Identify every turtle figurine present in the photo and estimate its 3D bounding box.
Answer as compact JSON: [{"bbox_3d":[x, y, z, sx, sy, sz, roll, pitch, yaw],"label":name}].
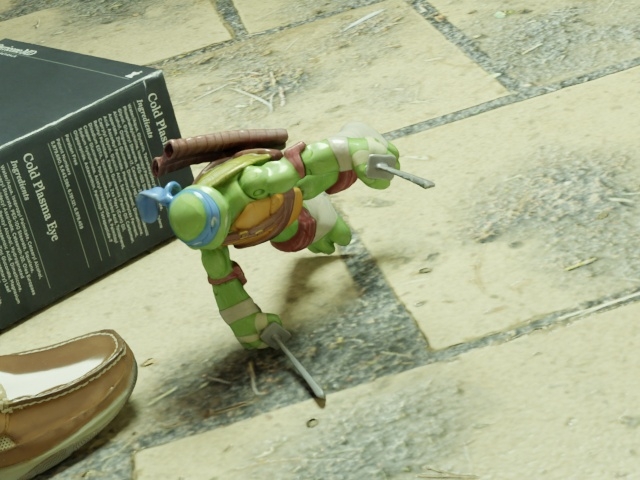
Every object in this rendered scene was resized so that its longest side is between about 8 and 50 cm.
[{"bbox_3d":[0.000,0.000,1.333,0.275,0.197,0.266,9,16,21],"label":"turtle figurine"}]

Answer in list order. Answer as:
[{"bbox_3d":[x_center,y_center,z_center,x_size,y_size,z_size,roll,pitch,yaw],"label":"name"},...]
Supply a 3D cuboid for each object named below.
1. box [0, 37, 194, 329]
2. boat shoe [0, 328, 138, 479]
[{"bbox_3d":[-0.356,-0.063,1.626,0.313,0.178,0.343,-31,30,-30],"label":"box"},{"bbox_3d":[-0.304,0.140,1.241,0.324,0.116,0.123,-24,26,-19],"label":"boat shoe"}]
